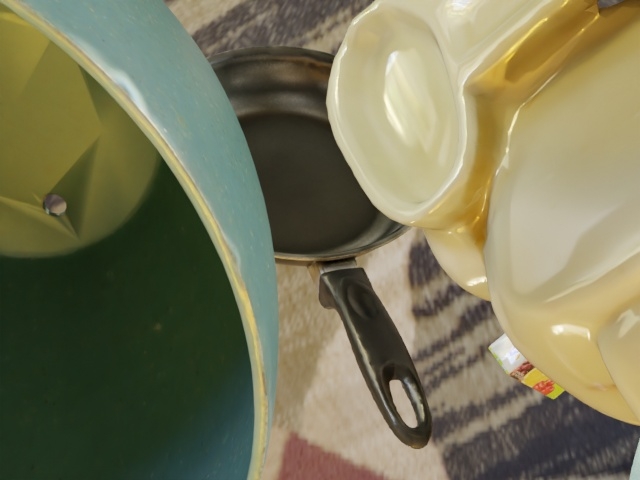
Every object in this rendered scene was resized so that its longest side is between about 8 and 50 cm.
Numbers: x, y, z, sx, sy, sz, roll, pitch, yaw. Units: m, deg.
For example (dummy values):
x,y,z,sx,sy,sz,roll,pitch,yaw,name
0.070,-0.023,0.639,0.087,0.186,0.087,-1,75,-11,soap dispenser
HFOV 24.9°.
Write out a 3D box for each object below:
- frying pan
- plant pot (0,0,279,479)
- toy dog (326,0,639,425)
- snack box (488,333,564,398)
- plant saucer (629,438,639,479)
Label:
x,y,z,sx,sy,sz,roll,pitch,yaw,name
0.021,-0.013,0.929,0.326,0.197,0.053,46,146,26,frying pan
-0.143,-0.010,0.517,0.290,0.195,0.290,5,120,8,plant pot
0.270,-0.010,0.779,0.408,0.395,0.284,25,120,-36,toy dog
0.230,0.075,1.281,0.141,0.100,0.037,-42,55,13,snack box
0.359,0.188,1.447,0.037,0.195,0.195,20,106,3,plant saucer
